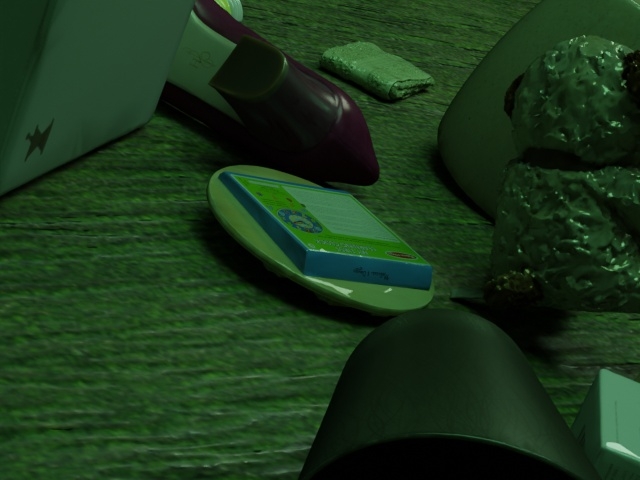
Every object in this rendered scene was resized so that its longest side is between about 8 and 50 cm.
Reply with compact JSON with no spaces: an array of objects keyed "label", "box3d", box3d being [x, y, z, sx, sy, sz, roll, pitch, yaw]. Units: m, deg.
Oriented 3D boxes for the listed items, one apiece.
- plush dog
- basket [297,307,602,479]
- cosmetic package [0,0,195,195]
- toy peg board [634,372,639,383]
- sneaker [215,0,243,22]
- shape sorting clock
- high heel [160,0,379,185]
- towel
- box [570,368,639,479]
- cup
[{"label":"plush dog","box3d":[0.215,-0.057,1.363,0.210,0.225,0.262,0,4,-38]},{"label":"basket","box3d":[0.076,0.138,0.942,0.204,0.154,0.227,21,17,-6]},{"label":"cosmetic package","box3d":[-0.311,-0.285,1.320,0.393,0.329,0.327,27,20,9]},{"label":"toy peg board","box3d":[0.360,0.115,1.378,0.161,0.079,0.160,28,22,14]},{"label":"sneaker","box3d":[-0.188,-0.281,1.789,0.208,0.081,0.094,26,23,8]},{"label":"shape sorting clock","box3d":[0.000,0.000,1.344,0.206,0.040,0.206,23,18,-8]},{"label":"high heel","box3d":[-0.100,-0.156,1.596,0.377,0.127,0.181,39,-3,46]},{"label":"towel","box3d":[0.067,-0.202,1.929,0.110,0.027,0.148,28,21,17]},{"label":"box","box3d":[0.246,0.177,1.089,0.170,0.091,0.130,23,20,1]},{"label":"cup","box3d":[0.316,-0.149,1.674,0.331,0.237,0.331,16,33,-11]}]
